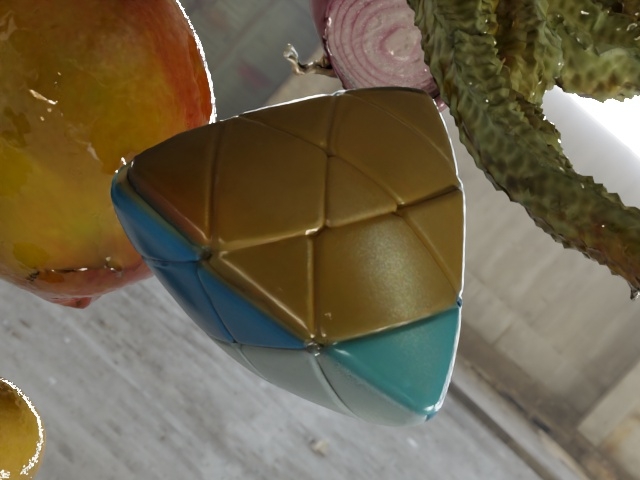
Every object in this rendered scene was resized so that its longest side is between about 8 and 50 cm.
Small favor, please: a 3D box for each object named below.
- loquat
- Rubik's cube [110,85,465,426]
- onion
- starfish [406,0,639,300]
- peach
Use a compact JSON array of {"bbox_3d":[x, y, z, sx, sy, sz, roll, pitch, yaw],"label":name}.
[{"bbox_3d":[-0.323,0.188,1.038,0.141,0.141,0.141,42,5,-4],"label":"loquat"},{"bbox_3d":[0.000,0.000,0.789,0.254,0.254,0.254,42,5,-4],"label":"Rubik's cube"},{"bbox_3d":[0.078,-0.241,1.298,0.207,0.200,0.200,31,6,-8],"label":"onion"},{"bbox_3d":[0.076,-0.127,0.443,0.347,0.078,0.358,47,36,3],"label":"starfish"},{"bbox_3d":[-0.258,-0.115,1.098,0.372,0.372,0.290,43,11,15],"label":"peach"}]
